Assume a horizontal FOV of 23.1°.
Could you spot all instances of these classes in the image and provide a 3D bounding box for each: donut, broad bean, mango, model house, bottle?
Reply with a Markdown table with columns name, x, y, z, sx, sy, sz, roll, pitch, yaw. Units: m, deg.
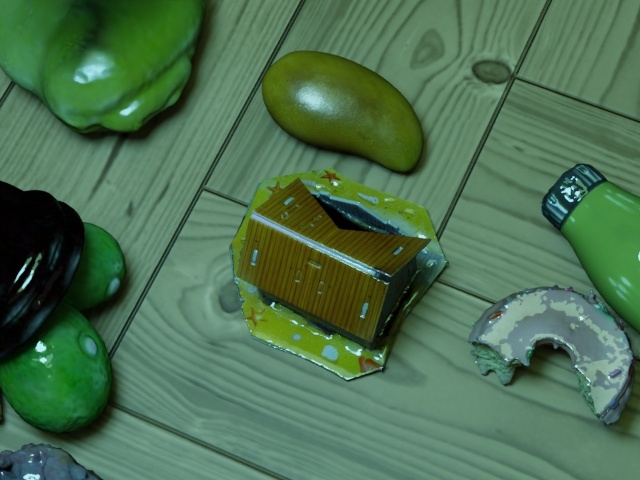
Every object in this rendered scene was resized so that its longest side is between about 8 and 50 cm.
| name | x | y | z | sx | sy | sz | roll | pitch | yaw |
| --- | --- | --- | --- | --- | --- | --- | --- | --- | --- |
| donut | 0.233 | 0.100 | 1.508 | 0.166 | 0.065 | 0.117 | 30 | 72 | 15 |
| broad bean | -0.240 | -0.244 | 1.672 | 0.238 | 0.119 | 0.291 | -5 | 64 | 2 |
| mango | 0.026 | -0.137 | 1.623 | 0.184 | 0.085 | 0.102 | 25 | 70 | 9 |
| model house | 0.000 | 0.000 | 1.533 | 0.219 | 0.136 | 0.207 | 27 | 72 | 16 |
| bottle | 0.325 | 0.031 | 1.506 | 0.112 | 0.112 | 0.260 | -40 | 69 | -13 |

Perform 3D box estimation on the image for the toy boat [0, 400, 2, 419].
| name | x | y | z | sx | sy | sz | roll | pitch | yaw |
| --- | --- | --- | --- | --- | --- | --- | --- | --- | --- |
| toy boat | -0.344 | 0.166 | 1.526 | 0.066 | 0.065 | 0.172 | -5 | 66 | -20 |

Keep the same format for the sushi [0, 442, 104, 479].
| name | x | y | z | sx | sy | sz | roll | pitch | yaw |
| --- | --- | --- | --- | --- | --- | --- | --- | --- | --- |
| sushi | -0.269 | 0.321 | 1.388 | 0.236 | 0.171 | 0.270 | 23 | 74 | 13 |

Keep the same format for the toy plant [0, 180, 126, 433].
| name | x | y | z | sx | sy | sz | roll | pitch | yaw |
| --- | --- | --- | --- | --- | --- | --- | --- | --- | --- |
| toy plant | -0.281 | 0.054 | 1.503 | 0.175 | 0.235 | 0.218 | -18 | 46 | 40 |
